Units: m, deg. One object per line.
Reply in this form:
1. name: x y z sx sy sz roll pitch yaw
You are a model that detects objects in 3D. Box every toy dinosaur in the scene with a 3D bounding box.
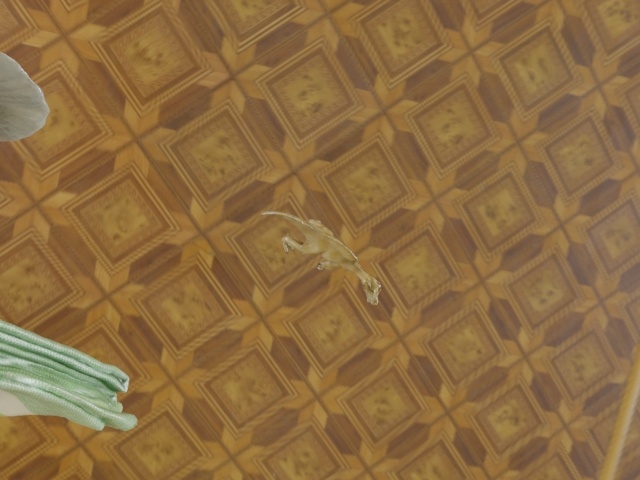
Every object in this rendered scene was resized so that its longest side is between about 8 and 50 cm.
1. toy dinosaur: 0.000 0.000 0.828 0.183 0.092 0.053 39 78 -27

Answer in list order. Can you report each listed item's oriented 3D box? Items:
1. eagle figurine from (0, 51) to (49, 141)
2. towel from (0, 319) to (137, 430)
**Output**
1. eagle figurine: -0.392 -0.157 0.592 0.226 0.225 0.298 -36 74 5
2. towel: -0.283 0.060 0.345 0.324 0.248 0.038 -7 65 20
